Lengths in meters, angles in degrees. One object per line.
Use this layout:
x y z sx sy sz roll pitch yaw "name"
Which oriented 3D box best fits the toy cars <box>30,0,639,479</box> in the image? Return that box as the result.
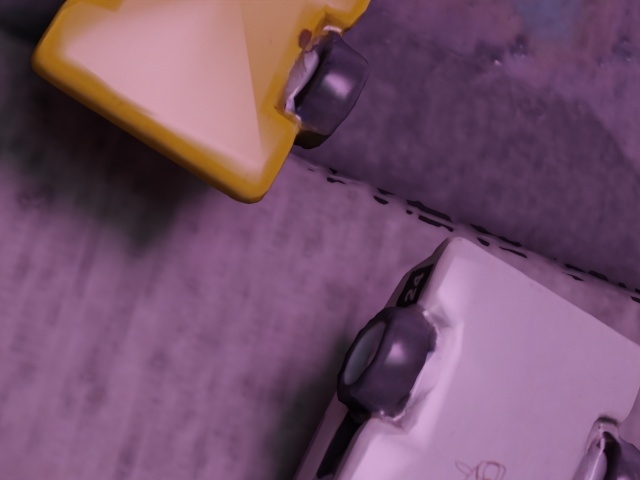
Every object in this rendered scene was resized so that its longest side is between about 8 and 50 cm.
0.000 0.000 0.444 0.176 0.087 0.394 -10 83 -23 "toy cars"
